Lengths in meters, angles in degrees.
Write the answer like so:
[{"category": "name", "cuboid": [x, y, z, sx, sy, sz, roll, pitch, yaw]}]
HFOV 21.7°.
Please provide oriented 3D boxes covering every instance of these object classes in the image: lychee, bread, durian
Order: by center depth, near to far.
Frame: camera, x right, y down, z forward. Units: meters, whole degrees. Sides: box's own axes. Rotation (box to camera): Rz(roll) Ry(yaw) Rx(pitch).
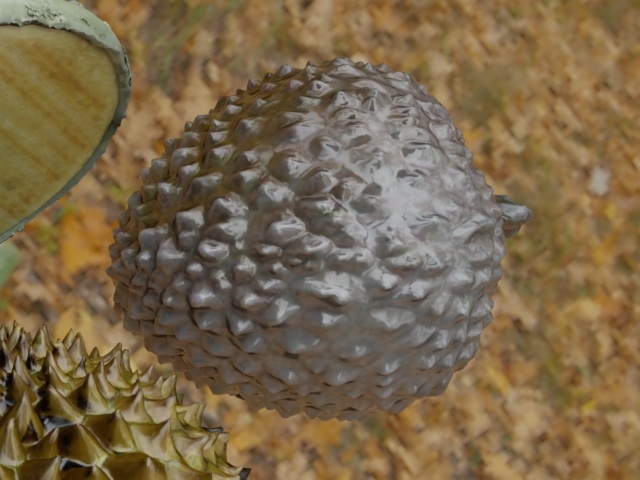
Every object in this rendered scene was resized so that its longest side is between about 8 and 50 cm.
[{"category": "bread", "cuboid": [-0.223, -0.044, 0.877, 0.267, 0.267, 0.040, -1, 55, -57]}, {"category": "durian", "cuboid": [-0.186, 0.238, 1.087, 0.384, 0.347, 0.347, 59, 27, -9]}, {"category": "lychee", "cuboid": [0.000, 0.000, 1.667, 0.432, 0.380, 0.380, -6, 52, -9]}]
